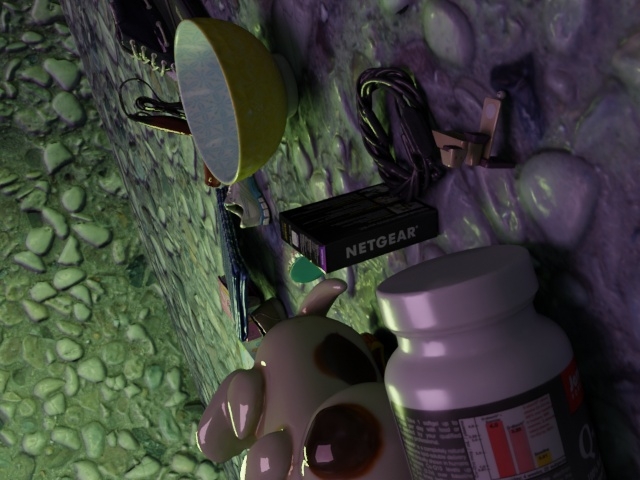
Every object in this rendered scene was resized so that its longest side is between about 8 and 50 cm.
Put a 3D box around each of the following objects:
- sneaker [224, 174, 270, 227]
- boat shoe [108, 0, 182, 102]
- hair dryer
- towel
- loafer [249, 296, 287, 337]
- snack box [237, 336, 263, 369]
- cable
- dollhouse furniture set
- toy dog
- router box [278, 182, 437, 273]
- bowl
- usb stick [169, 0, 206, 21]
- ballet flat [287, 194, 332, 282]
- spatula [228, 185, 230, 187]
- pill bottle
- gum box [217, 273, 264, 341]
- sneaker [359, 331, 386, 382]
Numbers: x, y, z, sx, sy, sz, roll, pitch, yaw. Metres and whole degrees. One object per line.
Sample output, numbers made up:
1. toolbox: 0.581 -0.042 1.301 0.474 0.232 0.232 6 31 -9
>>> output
1. sneaker: -0.184 -0.110 1.547 0.190 0.083 0.071 62 158 22
2. boat shoe: -0.387 -0.440 1.646 0.127 0.158 0.340 -16 92 68
3. hair dryer: -0.277 -0.248 1.504 0.293 0.224 0.080 63 -156 -23
4. towel: -0.216 0.055 1.713 0.336 0.040 0.243 -110 17 -47
5. loafer: -0.106 0.265 1.656 0.094 0.087 0.251 -23 87 68
6. snack box: -0.143 0.366 1.847 0.207 0.070 0.174 42 145 52
7. cable: 0.100 -0.146 0.931 0.184 0.047 0.150 64 162 9
8. dollhouse furniture set: 0.155 -0.134 0.774 0.114 0.091 0.081 38 126 57
9. toy dog: 0.041 0.281 1.033 0.395 0.284 0.408 -65 25 -1
10. router box: 0.050 -0.022 0.954 0.133 0.179 0.046 36 138 54
11. bowl: -0.133 -0.257 1.215 0.289 0.156 0.289 49 149 42
12. usb stick: -0.285 -0.493 1.519 0.278 0.045 0.077 59 154 25
13. ballet flat: 0.000 0.000 1.244 0.241 0.091 0.077 125 153 -58
14. spatula: -0.226 -0.218 1.599 0.030 0.084 0.296 0 123 19
15. pill bottle: 0.191 0.203 0.772 0.210 0.210 0.363 -1 107 66
16. gum box: -0.212 0.171 1.857 0.188 0.062 0.107 42 144 49
17. sneaker: 0.088 0.250 1.235 0.067 0.064 0.175 -140 37 -57
